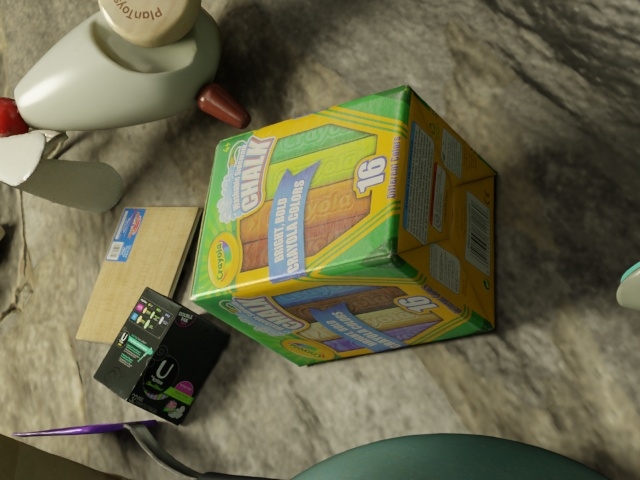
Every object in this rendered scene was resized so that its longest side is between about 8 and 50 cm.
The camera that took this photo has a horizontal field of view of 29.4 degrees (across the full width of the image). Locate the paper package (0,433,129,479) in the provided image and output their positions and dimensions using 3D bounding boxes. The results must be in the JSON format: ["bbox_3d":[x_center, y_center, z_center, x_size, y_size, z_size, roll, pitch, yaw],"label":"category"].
[{"bbox_3d":[-0.326,0.312,0.911,0.309,0.168,0.325,-8,61,35],"label":"paper package"}]

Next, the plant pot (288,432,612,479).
[{"bbox_3d":[0.041,0.226,0.649,0.290,0.195,0.290,-19,55,30],"label":"plant pot"}]

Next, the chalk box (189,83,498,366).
[{"bbox_3d":[0.000,0.000,0.855,0.213,0.132,0.132,-14,57,32],"label":"chalk box"}]

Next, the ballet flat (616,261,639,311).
[{"bbox_3d":[0.268,0.015,0.677,0.213,0.072,0.068,-25,57,25],"label":"ballet flat"}]

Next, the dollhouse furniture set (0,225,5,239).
[{"bbox_3d":[-0.351,0.053,1.181,0.076,0.058,0.152,-10,40,43],"label":"dollhouse furniture set"}]

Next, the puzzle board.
[{"bbox_3d":[-0.155,0.030,1.046,0.096,0.011,0.128,2,66,40],"label":"puzzle board"}]

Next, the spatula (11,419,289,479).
[{"bbox_3d":[-0.100,0.162,0.897,0.296,0.084,0.030,11,94,34],"label":"spatula"}]

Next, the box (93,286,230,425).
[{"bbox_3d":[-0.123,0.090,0.950,0.052,0.062,0.083,24,81,45],"label":"box"}]

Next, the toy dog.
[{"bbox_3d":[-0.193,-0.094,1.049,0.333,0.220,0.161,-42,78,22],"label":"toy dog"}]
